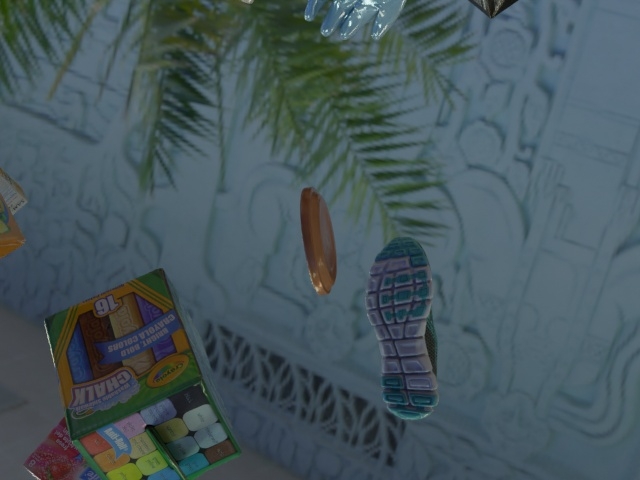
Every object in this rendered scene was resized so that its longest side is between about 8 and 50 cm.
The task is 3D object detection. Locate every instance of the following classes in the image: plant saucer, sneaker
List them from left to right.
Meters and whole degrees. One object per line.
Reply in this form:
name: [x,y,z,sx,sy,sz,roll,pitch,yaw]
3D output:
plant saucer: [0.000,0.000,0.767,0.013,0.083,0.083,-9,-167,10]
sneaker: [0.079,0.078,0.932,0.065,0.166,0.076,-1,-174,12]

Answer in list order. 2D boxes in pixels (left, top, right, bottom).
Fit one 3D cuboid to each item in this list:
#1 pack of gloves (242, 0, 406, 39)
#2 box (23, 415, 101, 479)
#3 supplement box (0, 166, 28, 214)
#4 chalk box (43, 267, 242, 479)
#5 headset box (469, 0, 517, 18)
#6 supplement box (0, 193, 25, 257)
pack of gloves: [0.008,-0.259,0.789,0.195,0.046,0.232,22,149,-17]
box: [-0.388,0.471,1.881,0.300,0.142,0.154,34,159,14]
supplement box: [-0.433,-0.082,1.311,0.098,0.036,0.062,50,176,-31]
chalk box: [-0.227,0.214,1.315,0.179,0.180,0.289,-24,-137,-4]
headset box: [0.164,-0.466,1.323,0.293,0.110,0.218,50,172,37]
supplement box: [-0.358,0.025,0.791,0.233,0.080,0.078,-26,-179,5]
